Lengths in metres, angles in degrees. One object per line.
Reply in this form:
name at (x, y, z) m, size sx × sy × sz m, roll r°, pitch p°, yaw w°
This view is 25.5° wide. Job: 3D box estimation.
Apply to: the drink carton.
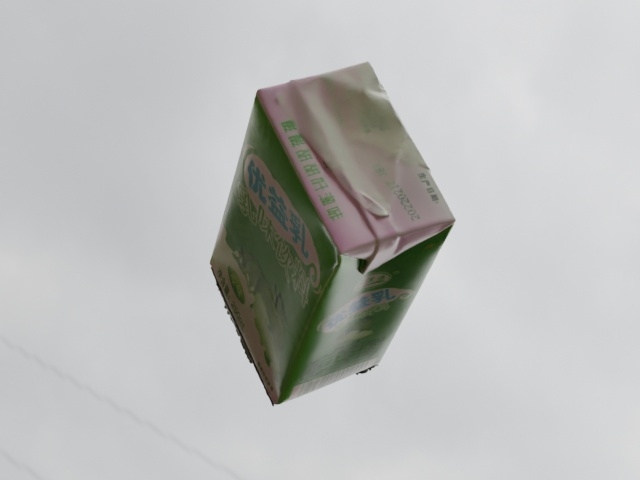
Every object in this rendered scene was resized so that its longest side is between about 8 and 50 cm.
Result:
drink carton at (0.000, 0.000, 1.140) m, size 0.161 × 0.108 × 0.271 m, roll 63°, pitch -25°, yaw 23°
